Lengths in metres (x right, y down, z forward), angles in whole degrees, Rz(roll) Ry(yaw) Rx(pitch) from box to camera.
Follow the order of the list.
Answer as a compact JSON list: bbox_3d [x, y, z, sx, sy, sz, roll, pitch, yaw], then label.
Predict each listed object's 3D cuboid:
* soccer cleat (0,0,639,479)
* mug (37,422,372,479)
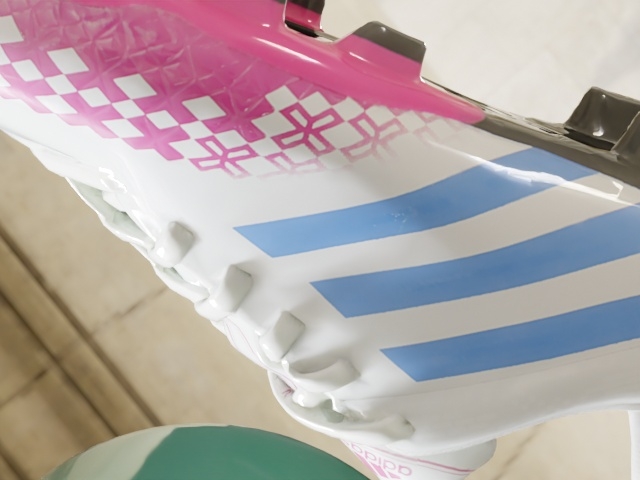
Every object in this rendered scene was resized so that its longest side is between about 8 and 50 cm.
[{"bbox_3d":[0.000,0.000,0.506,0.116,0.331,0.143,-110,39,-78],"label":"soccer cleat"},{"bbox_3d":[-0.015,0.118,0.361,0.097,0.158,0.129,-86,21,-83],"label":"mug"}]
